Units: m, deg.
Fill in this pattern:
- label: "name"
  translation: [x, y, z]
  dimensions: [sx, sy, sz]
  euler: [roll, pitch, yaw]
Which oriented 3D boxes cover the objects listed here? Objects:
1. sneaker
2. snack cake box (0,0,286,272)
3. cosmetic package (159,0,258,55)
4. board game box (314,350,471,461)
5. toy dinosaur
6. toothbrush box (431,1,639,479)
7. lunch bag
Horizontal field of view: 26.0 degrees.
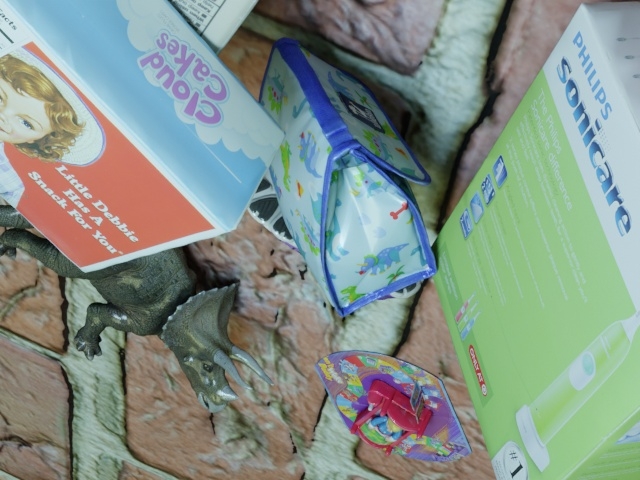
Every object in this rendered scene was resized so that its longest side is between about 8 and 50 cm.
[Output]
- label: "sneaker"
  translation: [0.000, 0.000, 1.087]
  dimensions: [0.170, 0.068, 0.071]
  euler: [36, 151, -13]
- label: "snack cake box"
  translation: [-0.165, -0.107, 0.808]
  dimensions: [0.152, 0.089, 0.264]
  euler: [-16, 127, 43]
- label: "cosmetic package"
  translation: [-0.074, -0.217, 0.797]
  dimensions: [0.153, 0.129, 0.296]
  euler: [34, 145, -11]
- label: "board game box"
  translation: [0.062, 0.168, 1.291]
  dimensions: [0.133, 0.033, 0.169]
  euler: [5, 139, 29]
- label: "toy dinosaur"
  translation: [-0.178, 0.015, 1.212]
  dimensions: [0.160, 0.121, 0.313]
  euler: [-19, 121, 32]
- label: "toothbrush box"
  translation: [0.185, 0.022, 0.841]
  dimensions: [0.122, 0.206, 0.283]
  euler: [-6, 151, -19]
- label: "lunch bag"
  translation: [0.012, -0.049, 0.944]
  dimensions: [0.096, 0.129, 0.151]
  euler: [-26, 137, -3]
